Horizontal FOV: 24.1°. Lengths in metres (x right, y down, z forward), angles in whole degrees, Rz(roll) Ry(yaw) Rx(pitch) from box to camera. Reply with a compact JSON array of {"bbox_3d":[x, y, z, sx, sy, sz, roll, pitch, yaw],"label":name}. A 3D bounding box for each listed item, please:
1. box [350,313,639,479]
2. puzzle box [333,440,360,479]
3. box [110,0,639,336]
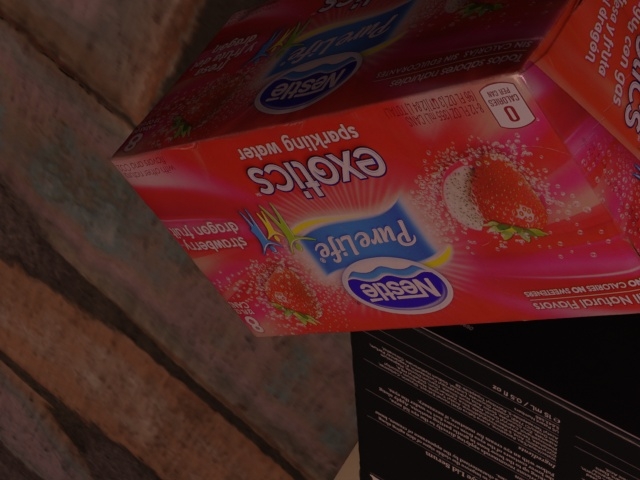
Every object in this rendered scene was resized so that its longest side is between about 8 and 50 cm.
[{"bbox_3d":[0.149,0.108,0.790,0.261,0.103,0.184,27,143,25],"label":"box"},{"bbox_3d":[0.172,0.288,1.031,0.409,0.052,0.272,39,149,8],"label":"puzzle box"},{"bbox_3d":[0.046,-0.044,0.676,0.257,0.122,0.128,-7,129,46],"label":"box"}]
